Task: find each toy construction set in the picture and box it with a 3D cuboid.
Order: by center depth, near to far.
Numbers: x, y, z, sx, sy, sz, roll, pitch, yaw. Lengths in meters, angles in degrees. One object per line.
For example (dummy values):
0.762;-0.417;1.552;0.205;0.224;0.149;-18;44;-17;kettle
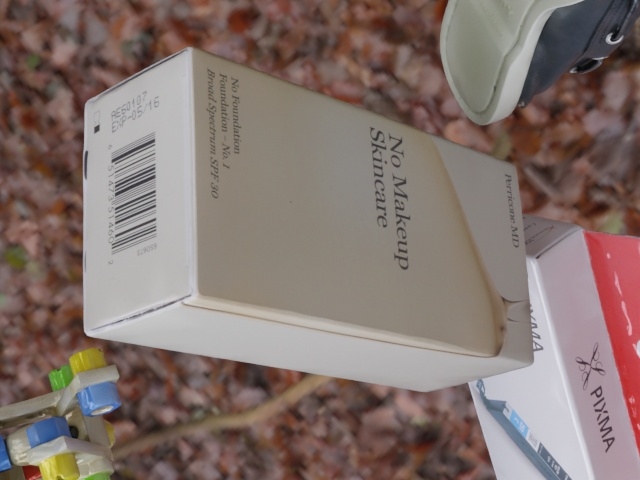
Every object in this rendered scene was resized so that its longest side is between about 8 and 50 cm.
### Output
-0.248;0.215;1.206;0.327;0.215;0.151;77;171;-58;toy construction set

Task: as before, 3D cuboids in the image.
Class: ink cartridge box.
0.226;0.127;1.098;0.261;0.066;0.296;13;128;54;ink cartridge box

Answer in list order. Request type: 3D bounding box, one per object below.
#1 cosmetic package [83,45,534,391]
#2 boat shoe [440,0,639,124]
0.000;0.000;0.889;0.113;0.309;0.160;-20;67;43;cosmetic package
0.178;-0.193;0.893;0.340;0.113;0.127;106;142;-60;boat shoe
